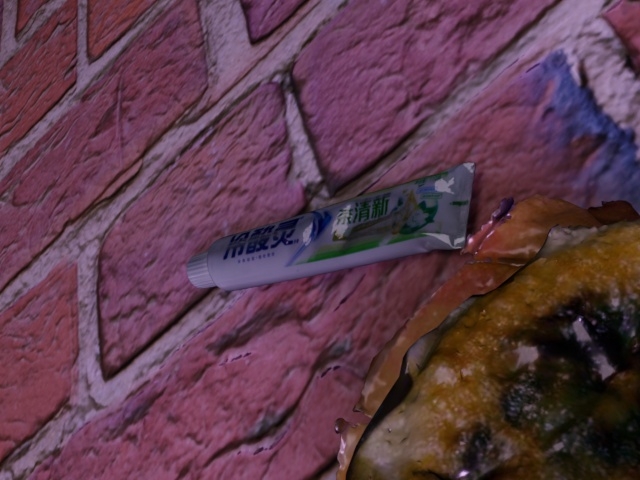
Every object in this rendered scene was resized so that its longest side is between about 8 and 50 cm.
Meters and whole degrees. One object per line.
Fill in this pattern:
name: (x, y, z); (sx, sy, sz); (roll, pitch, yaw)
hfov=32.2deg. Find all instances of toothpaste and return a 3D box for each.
toothpaste: (0.000, 0.000, 0.920); (0.297, 0.048, 0.075); (-14, 54, 39)

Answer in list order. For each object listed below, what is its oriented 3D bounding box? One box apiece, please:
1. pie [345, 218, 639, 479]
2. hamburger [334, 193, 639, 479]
pie: (0.202, 0.117, 0.461); (0.371, 0.078, 0.296); (23, 60, 24)
hamburger: (0.107, 0.134, 0.605); (0.282, 0.155, 0.245); (-38, 45, 13)
